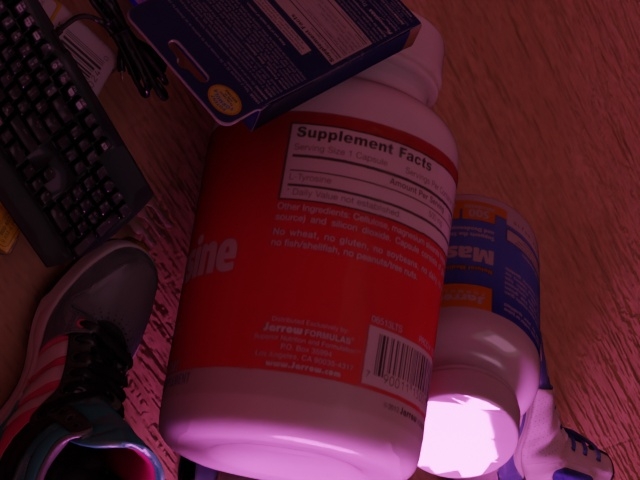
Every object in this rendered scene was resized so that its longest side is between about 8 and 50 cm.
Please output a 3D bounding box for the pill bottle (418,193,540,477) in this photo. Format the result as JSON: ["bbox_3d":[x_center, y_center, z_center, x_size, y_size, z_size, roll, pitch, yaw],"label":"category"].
[{"bbox_3d":[0.136,0.092,1.666,0.152,0.152,0.272,57,24,-31],"label":"pill bottle"}]

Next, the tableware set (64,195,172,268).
[{"bbox_3d":[-0.201,-0.027,1.503,0.104,0.024,0.154,-54,128,-21],"label":"tableware set"}]

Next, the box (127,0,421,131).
[{"bbox_3d":[-0.041,-0.176,1.442,0.225,0.036,0.136,-30,72,-33],"label":"box"}]

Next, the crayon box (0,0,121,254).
[{"bbox_3d":[-0.323,-0.157,1.331,0.318,0.081,0.202,43,65,-38],"label":"crayon box"}]

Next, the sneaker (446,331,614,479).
[{"bbox_3d":[0.221,0.221,1.871,0.182,0.127,0.315,-23,117,-44],"label":"sneaker"}]

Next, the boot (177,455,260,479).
[{"bbox_3d":[-0.098,0.258,1.608,0.106,0.082,0.219,20,83,-22],"label":"boot"}]

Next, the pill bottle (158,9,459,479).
[{"bbox_3d":[0.000,0.000,1.534,0.229,0.229,0.407,26,65,-42],"label":"pill bottle"}]

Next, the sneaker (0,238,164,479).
[{"bbox_3d":[-0.184,0.137,1.417,0.124,0.178,0.295,39,71,-39],"label":"sneaker"}]

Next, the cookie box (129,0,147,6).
[{"bbox_3d":[-0.135,-0.257,1.528,0.092,0.040,0.107,48,62,-35],"label":"cookie box"}]

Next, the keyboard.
[{"bbox_3d":[-0.217,-0.150,1.357,0.201,0.033,0.317,-48,125,-31],"label":"keyboard"}]
